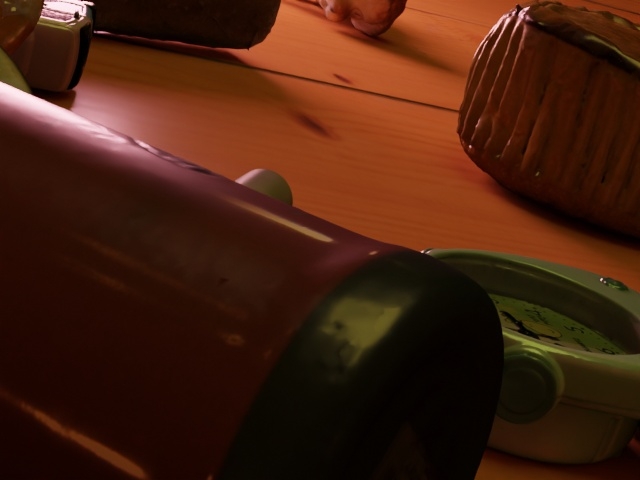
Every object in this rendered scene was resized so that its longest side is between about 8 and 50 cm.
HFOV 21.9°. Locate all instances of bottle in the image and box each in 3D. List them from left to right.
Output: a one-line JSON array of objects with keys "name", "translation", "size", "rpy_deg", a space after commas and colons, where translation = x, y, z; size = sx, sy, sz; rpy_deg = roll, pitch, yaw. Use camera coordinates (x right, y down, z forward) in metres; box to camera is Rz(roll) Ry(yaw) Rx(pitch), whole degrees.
[{"name": "bottle", "translation": [-0.113, 0.017, 0.574], "size": [0.336, 0.144, 0.144], "rpy_deg": [24, 18, 24]}]

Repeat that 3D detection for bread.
[{"name": "bread", "translation": [0.233, -0.095, 1.290], "size": [0.227, 0.142, 0.253], "rpy_deg": [24, 15, 26]}]

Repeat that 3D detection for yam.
[{"name": "yam", "translation": [-0.155, -0.213, 1.350], "size": [0.259, 0.093, 0.093], "rpy_deg": [4, 21, -39]}]

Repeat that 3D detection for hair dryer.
[{"name": "hair dryer", "translation": [0.000, 0.000, 0.934], "size": [0.124, 0.038, 0.063], "rpy_deg": [25, 17, 6]}]

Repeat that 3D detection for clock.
[{"name": "clock", "translation": [0.097, 0.054, 0.805], "size": [0.189, 0.060, 0.148], "rpy_deg": [11, 19, -20]}]

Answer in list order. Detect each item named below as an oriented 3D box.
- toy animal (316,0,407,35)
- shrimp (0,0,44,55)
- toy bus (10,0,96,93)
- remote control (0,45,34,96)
[{"name": "toy animal", "translation": [0.051, -0.276, 1.762], "size": [0.184, 0.104, 0.185], "rpy_deg": [12, 12, -42]}, {"name": "shrimp", "translation": [-0.276, -0.178, 1.050], "size": [0.254, 0.145, 0.059], "rpy_deg": [27, -16, 33]}, {"name": "toy bus", "translation": [-0.214, -0.139, 1.112], "size": [0.123, 0.060, 0.075], "rpy_deg": [11, 22, -14]}, {"name": "remote control", "translation": [-0.240, -0.051, 0.738], "size": [0.233, 0.038, 0.098], "rpy_deg": [-11, 52, -35]}]
